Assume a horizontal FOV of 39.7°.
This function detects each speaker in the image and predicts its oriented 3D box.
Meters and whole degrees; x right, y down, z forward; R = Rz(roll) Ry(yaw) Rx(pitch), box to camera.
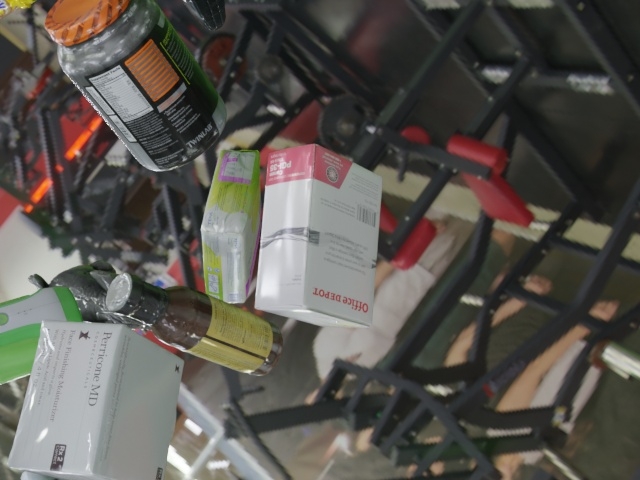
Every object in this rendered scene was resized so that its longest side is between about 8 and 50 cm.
[{"bbox_3d":[-0.511,0.164,1.336,0.131,0.296,0.131,44,143,46],"label":"speaker"}]

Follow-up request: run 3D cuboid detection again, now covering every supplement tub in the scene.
[{"bbox_3d":[-0.337,-0.308,1.633,0.207,0.207,0.338,28,159,47],"label":"supplement tub"}]

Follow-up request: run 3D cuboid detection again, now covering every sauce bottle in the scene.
[{"bbox_3d":[-0.215,0.143,1.550,0.344,0.111,0.111,31,178,-42],"label":"sauce bottle"}]

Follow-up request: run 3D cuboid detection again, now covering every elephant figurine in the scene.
[{"bbox_3d":[-0.399,0.121,1.686,0.239,0.186,0.170,12,124,47],"label":"elephant figurine"}]

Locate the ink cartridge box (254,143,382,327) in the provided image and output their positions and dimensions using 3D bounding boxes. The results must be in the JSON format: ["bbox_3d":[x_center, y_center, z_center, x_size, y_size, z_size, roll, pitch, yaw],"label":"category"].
[{"bbox_3d":[0.000,0.000,1.554,0.117,0.283,0.207,-5,163,37],"label":"ink cartridge box"}]

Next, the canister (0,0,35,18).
[{"bbox_3d":[-0.567,-0.400,1.433,0.126,0.169,0.073,52,-164,-48],"label":"canister"}]

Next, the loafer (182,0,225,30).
[{"bbox_3d":[-0.196,-0.389,1.313,0.061,0.062,0.170,7,130,49],"label":"loafer"}]

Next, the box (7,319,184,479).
[{"bbox_3d":[-0.270,0.210,1.104,0.119,0.181,0.182,0,158,18],"label":"box"}]

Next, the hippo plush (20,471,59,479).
[{"bbox_3d":[-0.489,0.498,1.843,0.234,0.236,0.294,45,-178,32],"label":"hippo plush"}]

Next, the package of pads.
[{"bbox_3d":[-0.192,-0.039,1.975,0.101,0.297,0.229,4,133,2],"label":"package of pads"}]
